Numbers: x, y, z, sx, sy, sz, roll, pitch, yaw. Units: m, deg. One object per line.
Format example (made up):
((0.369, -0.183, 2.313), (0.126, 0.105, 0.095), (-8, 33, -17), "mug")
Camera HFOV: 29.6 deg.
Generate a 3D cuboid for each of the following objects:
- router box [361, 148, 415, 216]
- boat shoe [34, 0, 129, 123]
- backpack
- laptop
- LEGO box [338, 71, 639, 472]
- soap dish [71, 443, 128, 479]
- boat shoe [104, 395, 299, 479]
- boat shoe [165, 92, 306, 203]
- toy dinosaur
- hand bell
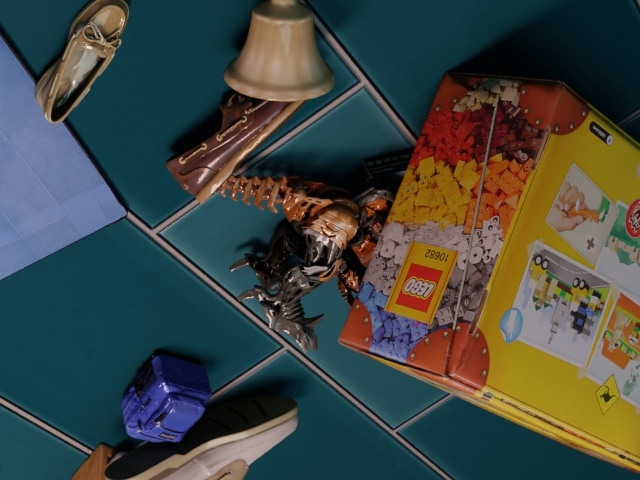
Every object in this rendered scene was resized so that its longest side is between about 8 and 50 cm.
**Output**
((0.102, -0.060, 1.606), (0.092, 0.038, 0.122), (-13, 136, -11), "router box")
((-0.253, -0.194, 1.302), (0.056, 0.048, 0.153), (29, 110, -39), "boat shoe")
((-0.224, 0.233, 1.707), (0.098, 0.101, 0.120), (26, 122, -32), "backpack")
((-0.451, 0.015, 1.299), (0.236, 0.408, 0.382), (0, 143, 24), "laptop")
((0.313, 0.059, 1.581), (0.500, 0.193, 0.372), (28, 81, -40), "LEGO box")
((-0.266, 0.469, 1.841), (0.118, 0.229, 0.291), (-22, 140, 22), "soap dish")
((-0.163, 0.322, 1.769), (0.302, 0.113, 0.103), (-21, 110, -21), "boat shoe")
((-0.094, -0.134, 1.422), (0.207, 0.073, 0.073), (-42, 94, 10), "boat shoe")
((0.000, 0.000, 1.560), (0.322, 0.164, 0.218), (36, 109, -4), "toy dinosaur")
((-0.038, -0.285, 1.296), (0.126, 0.126, 0.242), (-7, 122, -18), "hand bell")
